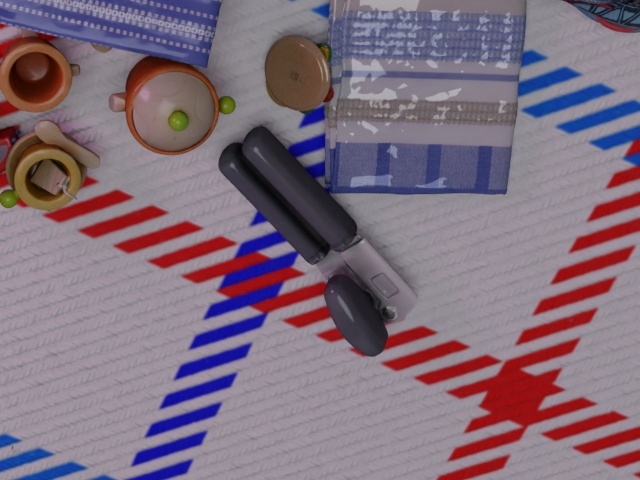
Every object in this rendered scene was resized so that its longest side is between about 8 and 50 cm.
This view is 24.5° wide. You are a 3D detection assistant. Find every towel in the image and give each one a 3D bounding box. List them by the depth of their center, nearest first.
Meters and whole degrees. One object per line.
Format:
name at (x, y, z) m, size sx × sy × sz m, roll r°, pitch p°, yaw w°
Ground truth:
towel at (-0.195, -0.356, 1.431) m, size 0.243 × 0.040 × 0.336 m, roll 11°, pitch 93°, yaw -7°
towel at (0.107, -0.183, 1.548) m, size 0.209 × 0.034 × 0.285 m, roll 0°, pitch 113°, yaw -3°

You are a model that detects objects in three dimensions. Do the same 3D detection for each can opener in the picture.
can opener at (0.000, 0.000, 1.584) m, size 0.074 × 0.093 × 0.280 m, roll -30°, pitch 109°, yaw 31°

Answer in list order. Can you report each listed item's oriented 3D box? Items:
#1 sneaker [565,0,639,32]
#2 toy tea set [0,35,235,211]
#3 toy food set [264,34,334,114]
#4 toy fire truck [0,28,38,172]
sneaker at (0.285, -0.256, 1.457) m, size 0.261 × 0.125 × 0.104 m, roll 11°, pitch 108°, yaw -19°
toy tea set at (-0.256, -0.121, 1.484) m, size 0.336 × 0.124 × 0.200 m, roll -36°, pitch 119°, yaw 1°
toy food set at (-0.022, -0.173, 1.537) m, size 0.082 × 0.020 × 0.083 m, roll 17°, pitch 116°, yaw 27°
toy fire truck at (-0.339, -0.168, 1.542) m, size 0.135 × 0.047 × 0.192 m, roll -18°, pitch 111°, yaw 5°
